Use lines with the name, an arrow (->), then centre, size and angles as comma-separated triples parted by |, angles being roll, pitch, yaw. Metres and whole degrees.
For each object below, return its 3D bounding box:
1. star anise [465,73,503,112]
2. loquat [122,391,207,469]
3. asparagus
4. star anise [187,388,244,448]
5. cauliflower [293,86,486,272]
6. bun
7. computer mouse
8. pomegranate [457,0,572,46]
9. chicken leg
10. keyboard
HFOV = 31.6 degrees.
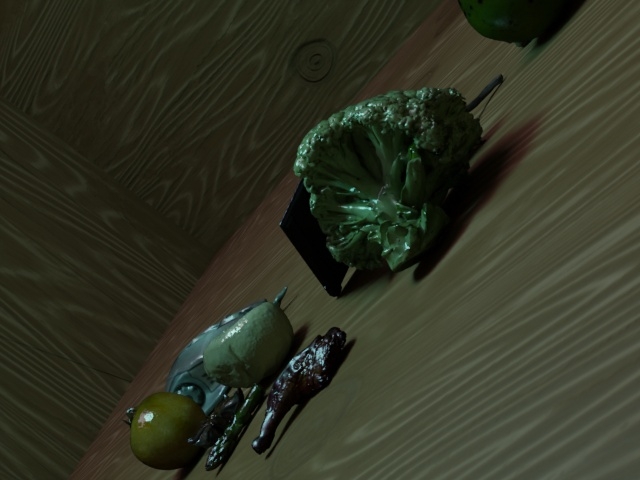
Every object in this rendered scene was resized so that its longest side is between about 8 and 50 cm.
star anise -> 0.193, -0.205, 1.758 | 0.218, 0.148, 0.227 | -10, 28, 3
loquat -> -0.277, 0.343, 2.045 | 0.163, 0.163, 0.137 | -68, -14, -61
asparagus -> -0.138, 0.303, 1.822 | 0.036, 0.030, 0.165 | -21, 31, 55
star anise -> -0.173, 0.309, 1.944 | 0.141, 0.042, 0.141 | -51, 7, 8
cauliflower -> 0.108, -0.071, 1.544 | 0.272, 0.275, 0.250 | -24, 53, 10
bun -> -0.118, 0.188, 1.936 | 0.188, 0.111, 0.164 | -41, -5, 31
computer mouse -> -0.206, 0.224, 2.261 | 0.389, 0.115, 0.199 | -51, 11, 17
pomegranate -> 0.312, -0.401, 1.800 | 0.202, 0.202, 0.248 | -55, -20, -11
chicken leg -> -0.031, 0.206, 1.588 | 0.205, 0.053, 0.093 | -55, 22, 14
keyboard -> 0.000, 0.000, 1.749 | 0.101, 0.018, 0.310 | -67, -22, -15
